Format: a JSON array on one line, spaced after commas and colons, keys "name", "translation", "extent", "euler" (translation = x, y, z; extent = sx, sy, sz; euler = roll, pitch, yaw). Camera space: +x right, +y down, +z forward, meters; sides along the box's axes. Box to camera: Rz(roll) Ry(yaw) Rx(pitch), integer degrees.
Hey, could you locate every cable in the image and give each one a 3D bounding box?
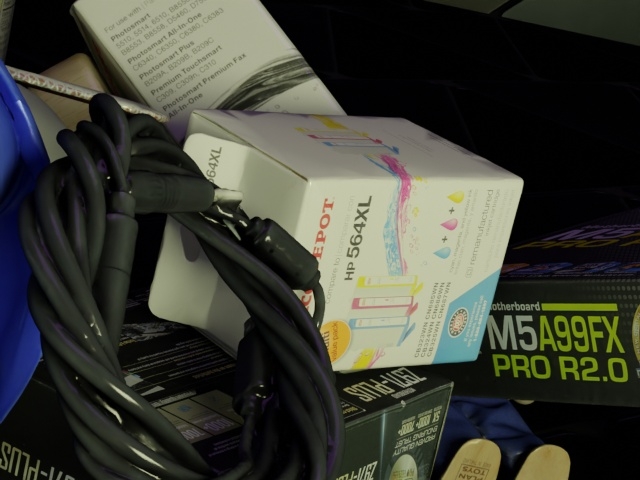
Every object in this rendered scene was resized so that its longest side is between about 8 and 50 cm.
[{"name": "cable", "translation": [-0.046, 0.025, 0.626], "extent": [0.047, 0.150, 0.184], "euler": [-27, 20, 22]}]

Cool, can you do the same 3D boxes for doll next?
[{"name": "doll", "translation": [0.058, 0.081, 0.927], "extent": [0.129, 0.046, 0.189], "euler": [8, 16, -18]}]

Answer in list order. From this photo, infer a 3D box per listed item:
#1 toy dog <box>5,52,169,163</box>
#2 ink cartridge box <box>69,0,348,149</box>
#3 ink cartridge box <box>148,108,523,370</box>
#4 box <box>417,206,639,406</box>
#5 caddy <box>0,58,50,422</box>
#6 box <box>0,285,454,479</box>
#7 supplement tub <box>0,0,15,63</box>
[{"name": "toy dog", "translation": [-0.162, -0.014, 0.815], "extent": [0.161, 0.220, 0.333], "euler": [56, 18, 14]}, {"name": "ink cartridge box", "translation": [-0.036, -0.049, 0.961], "extent": [0.203, 0.086, 0.148], "euler": [54, -7, 12]}, {"name": "ink cartridge box", "translation": [0.000, 0.000, 0.785], "extent": [0.143, 0.092, 0.090], "euler": [-2, 23, -40]}, {"name": "box", "translation": [0.199, 0.023, 0.835], "extent": [0.216, 0.060, 0.270], "euler": [-16, 9, -39]}, {"name": "caddy", "translation": [-0.261, 0.000, 0.607], "extent": [0.341, 0.241, 0.179], "euler": [11, 20, -7]}, {"name": "box", "translation": [-0.054, 0.084, 0.766], "extent": [0.147, 0.078, 0.180], "euler": [22, 18, 29]}, {"name": "supplement tub", "translation": [-0.290, -0.175, 1.031], "extent": [0.235, 0.325, 0.235], "euler": [11, 16, -3]}]
